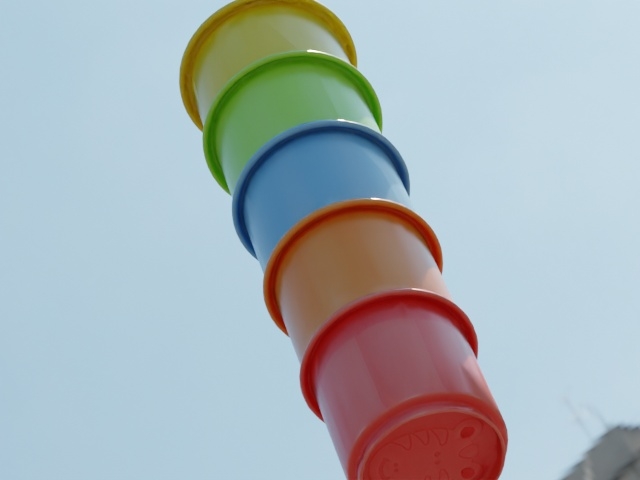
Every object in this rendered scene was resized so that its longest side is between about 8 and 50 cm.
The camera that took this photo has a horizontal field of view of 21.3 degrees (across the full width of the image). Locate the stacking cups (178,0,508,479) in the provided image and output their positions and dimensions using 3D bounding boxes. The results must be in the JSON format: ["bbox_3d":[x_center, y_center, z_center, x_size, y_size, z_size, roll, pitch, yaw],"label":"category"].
[{"bbox_3d":[0.000,0.000,0.756,0.096,0.316,0.096,-6,-55,-8],"label":"stacking cups"}]
